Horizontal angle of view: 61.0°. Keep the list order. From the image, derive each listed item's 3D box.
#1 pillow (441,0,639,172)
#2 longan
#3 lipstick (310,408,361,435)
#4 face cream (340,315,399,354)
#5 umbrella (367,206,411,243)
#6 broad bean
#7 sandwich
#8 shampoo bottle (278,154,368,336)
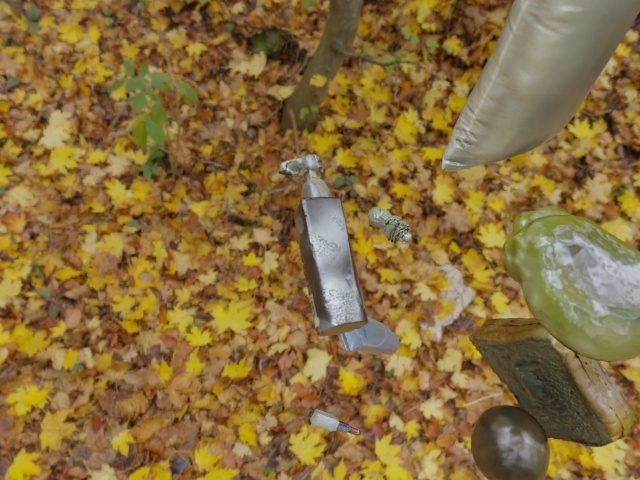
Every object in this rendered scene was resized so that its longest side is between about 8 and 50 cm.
[{"bbox_3d":[0.191,-0.162,0.410,0.144,0.254,0.078,-24,58,-34],"label":"pillow"},{"bbox_3d":[0.422,0.463,1.210,0.168,0.167,0.187,-20,89,-34],"label":"longan"},{"bbox_3d":[0.033,0.352,1.035,0.107,0.025,0.025,25,0,-18],"label":"lipstick"},{"bbox_3d":[0.117,0.242,1.401,0.086,0.385,0.135,-27,64,16],"label":"face cream"},{"bbox_3d":[0.180,-0.039,1.411,0.143,0.067,0.062,41,18,34],"label":"umbrella"},{"bbox_3d":[0.424,0.068,0.878,0.291,0.119,0.238,34,56,0],"label":"broad bean"},{"bbox_3d":[0.508,0.309,1.200,0.099,0.271,0.301,-35,93,-22],"label":"sandwich"},{"bbox_3d":[0.001,-0.001,0.602,0.064,0.057,0.207,-3,67,-20],"label":"shampoo bottle"}]
